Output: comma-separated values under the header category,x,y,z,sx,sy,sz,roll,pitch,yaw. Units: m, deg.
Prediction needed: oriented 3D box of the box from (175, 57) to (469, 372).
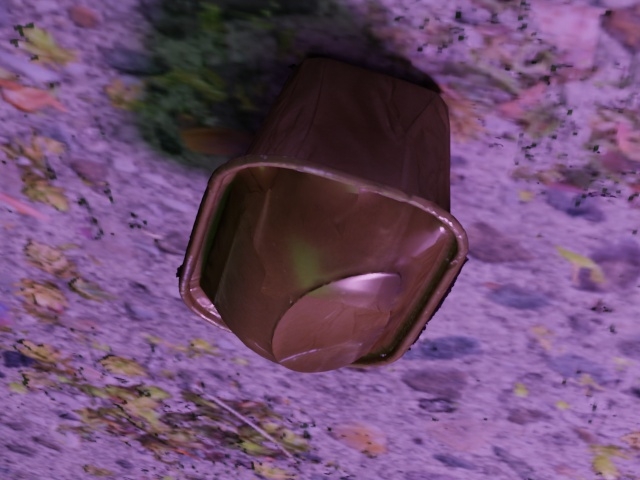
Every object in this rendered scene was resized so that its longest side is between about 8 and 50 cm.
category,x,y,z,sx,sy,sz,roll,pitch,yaw
box,0.000,0.000,0.735,0.111,0.111,0.177,16,153,-3
